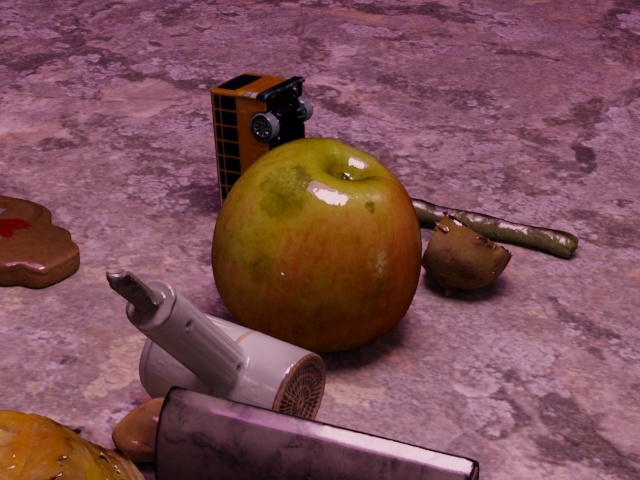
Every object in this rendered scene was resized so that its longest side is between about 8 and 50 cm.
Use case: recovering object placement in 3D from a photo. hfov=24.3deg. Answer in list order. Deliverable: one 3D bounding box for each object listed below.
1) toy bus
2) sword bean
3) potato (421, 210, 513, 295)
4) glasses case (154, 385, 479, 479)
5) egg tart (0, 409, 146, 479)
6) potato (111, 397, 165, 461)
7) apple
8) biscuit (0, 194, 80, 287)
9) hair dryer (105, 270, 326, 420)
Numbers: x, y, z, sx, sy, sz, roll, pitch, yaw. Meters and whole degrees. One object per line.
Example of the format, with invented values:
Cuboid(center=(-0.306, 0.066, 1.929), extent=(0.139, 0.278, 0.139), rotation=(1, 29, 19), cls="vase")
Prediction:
Cuboid(center=(-0.078, -0.110, 1.934), extent=(0.114, 0.201, 0.098), rotation=(11, 27, 31), cls="toy bus")
Cuboid(center=(0.210, -0.021, 1.974), extent=(0.269, 0.038, 0.043), rotation=(13, 22, 13), cls="sword bean")
Cuboid(center=(0.175, 0.030, 1.847), extent=(0.101, 0.089, 0.172), rotation=(31, -1, 7), cls="potato")
Cuboid(center=(-0.006, 0.217, 1.379), extent=(0.299, 0.114, 0.060), rotation=(12, 29, 14), cls="glasses case")
Cuboid(center=(-0.286, 0.228, 1.278), extent=(0.295, 0.116, 0.294), rotation=(-6, 27, 3), cls="egg tart")
Cuboid(center=(-0.164, 0.190, 1.477), extent=(0.083, 0.062, 0.068), rotation=(-30, 16, -15), cls="potato")
Cuboid(center=(0.000, 0.000, 1.690), extent=(0.246, 0.226, 0.246), rotation=(6, 27, -3), cls="apple")
Cuboid(center=(-0.432, -0.021, 1.866), extent=(0.183, 0.047, 0.320), rotation=(-9, 28, -31), cls="biscuit")
Cuboid(center=(-0.130, 0.089, 1.417), extent=(0.173, 0.357, 0.107), rotation=(17, 72, 25), cls="hair dryer")
